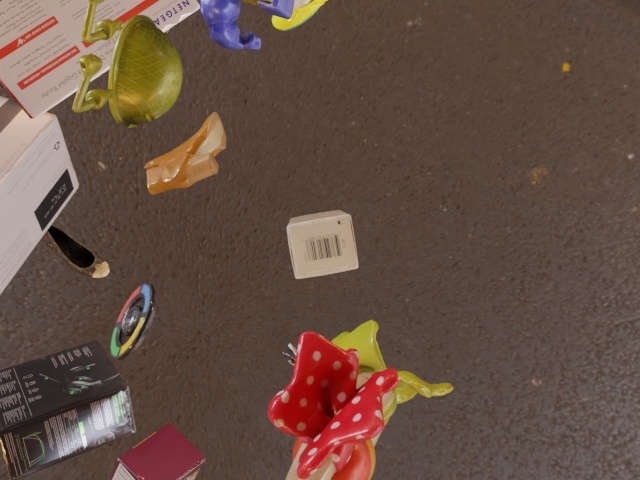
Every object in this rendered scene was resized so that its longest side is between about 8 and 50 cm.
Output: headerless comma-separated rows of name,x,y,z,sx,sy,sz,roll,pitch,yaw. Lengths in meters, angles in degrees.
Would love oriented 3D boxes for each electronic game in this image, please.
electronic game,-0.532,0.227,1.749,0.048,0.229,0.229,28,76,-30

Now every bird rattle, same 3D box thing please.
bird rattle,0.030,0.188,0.587,0.143,0.253,0.206,24,101,13

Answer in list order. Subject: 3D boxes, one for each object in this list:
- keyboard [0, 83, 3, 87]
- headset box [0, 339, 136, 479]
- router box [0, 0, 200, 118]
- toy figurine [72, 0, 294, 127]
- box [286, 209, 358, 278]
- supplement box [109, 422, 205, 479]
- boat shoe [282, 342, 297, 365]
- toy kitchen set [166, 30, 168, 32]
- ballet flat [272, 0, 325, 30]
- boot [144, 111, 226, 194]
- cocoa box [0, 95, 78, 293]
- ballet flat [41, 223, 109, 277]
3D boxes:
keyboard,-0.684,-0.366,1.368,0.108,0.180,0.023,-40,132,-38
headset box,-0.578,0.364,1.389,0.283,0.246,0.131,-16,116,-31
router box,-0.412,-0.406,0.961,0.335,0.082,0.301,-40,117,-16
toy figurine,-0.098,-0.277,0.643,0.218,0.191,0.362,12,101,0
box,0.000,0.000,1.132,0.113,0.275,0.094,-10,94,1
supplement box,-0.132,0.191,0.471,0.043,0.055,0.083,39,121,17
boat shoe,-0.069,0.303,1.598,0.046,0.125,0.038,43,84,-22
toy kitchen set,-0.329,-0.493,1.311,0.068,0.083,0.075,39,117,-23
ballet flat,-0.008,-0.517,1.246,0.231,0.077,0.077,-32,69,2
boot,-0.387,-0.252,1.754,0.212,0.104,0.295,-14,41,12
cocoa box,-0.651,-0.078,1.127,0.228,0.231,0.347,20,57,3
ballet flat,-0.535,0.025,1.337,0.173,0.049,0.057,35,62,-5
